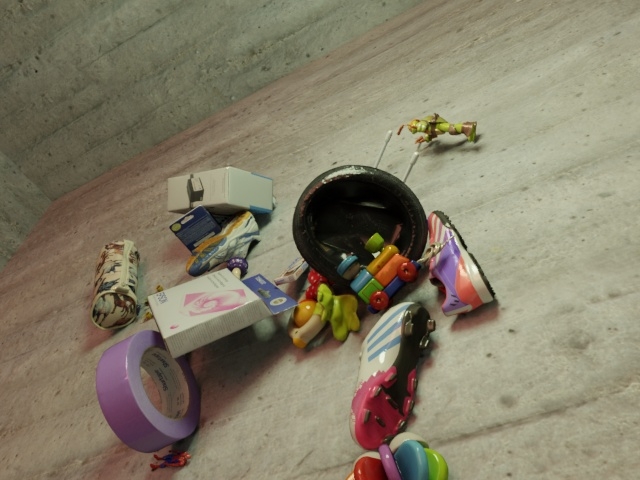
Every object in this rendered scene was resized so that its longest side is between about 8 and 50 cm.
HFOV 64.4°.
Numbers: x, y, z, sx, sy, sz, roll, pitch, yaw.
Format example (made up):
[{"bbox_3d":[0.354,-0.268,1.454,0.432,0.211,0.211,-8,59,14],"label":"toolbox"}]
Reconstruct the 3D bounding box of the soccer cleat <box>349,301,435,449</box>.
[{"bbox_3d":[0.128,0.271,1.043,0.143,0.116,0.331,-19,31,49],"label":"soccer cleat"}]

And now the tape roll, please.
[{"bbox_3d":[-0.406,0.358,1.224,0.090,0.275,0.275,-27,34,9],"label":"tape roll"}]

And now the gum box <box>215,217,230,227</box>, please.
[{"bbox_3d":[-0.387,-0.035,1.914,0.157,0.041,0.184,-44,34,-14],"label":"gum box"}]

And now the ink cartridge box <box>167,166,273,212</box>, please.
[{"bbox_3d":[-0.354,-0.159,1.789,0.307,0.223,0.129,-3,84,35],"label":"ink cartridge box"}]

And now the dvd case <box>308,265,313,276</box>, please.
[{"bbox_3d":[0.035,-0.005,1.424,0.164,0.018,0.221,-8,77,34],"label":"dvd case"}]

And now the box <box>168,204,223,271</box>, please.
[{"bbox_3d":[-0.393,-0.011,1.721,0.136,0.225,0.036,-33,34,2],"label":"box"}]

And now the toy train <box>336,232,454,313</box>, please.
[{"bbox_3d":[0.163,0.035,1.148,0.143,0.105,0.248,44,95,14],"label":"toy train"}]

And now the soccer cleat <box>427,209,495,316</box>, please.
[{"bbox_3d":[0.290,0.042,1.181,0.116,0.108,0.318,-31,36,13],"label":"soccer cleat"}]

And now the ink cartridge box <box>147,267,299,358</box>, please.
[{"bbox_3d":[-0.267,0.157,1.328,0.330,0.071,0.324,-22,19,-20],"label":"ink cartridge box"}]

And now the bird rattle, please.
[{"bbox_3d":[-0.017,0.158,1.285,0.207,0.143,0.253,-49,29,9],"label":"bird rattle"}]

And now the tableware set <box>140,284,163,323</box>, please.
[{"bbox_3d":[-0.586,0.217,1.785,0.104,0.024,0.154,-24,34,14],"label":"tableware set"}]

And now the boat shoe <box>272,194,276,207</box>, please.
[{"bbox_3d":[-0.238,-0.163,1.923,0.228,0.080,0.076,-4,45,49],"label":"boat shoe"}]

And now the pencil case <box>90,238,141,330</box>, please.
[{"bbox_3d":[-0.751,0.149,1.887,0.183,0.160,0.410,-48,32,10],"label":"pencil case"}]

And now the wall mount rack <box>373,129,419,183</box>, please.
[{"bbox_3d":[0.148,-0.174,1.548,0.304,0.130,0.350,-32,34,3],"label":"wall mount rack"}]

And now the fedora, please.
[{"bbox_3d":[0.100,-0.028,1.293,0.334,0.334,0.152,-34,-9,0],"label":"fedora"}]

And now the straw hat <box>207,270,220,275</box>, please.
[{"bbox_3d":[-0.351,0.160,1.614,0.144,0.144,0.061,-33,75,2],"label":"straw hat"}]

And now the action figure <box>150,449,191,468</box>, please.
[{"bbox_3d":[-0.353,0.518,1.203,0.115,0.030,0.038,-16,32,22],"label":"action figure"}]

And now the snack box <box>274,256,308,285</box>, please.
[{"bbox_3d":[-0.071,0.081,1.450,0.064,0.022,0.178,-20,11,22],"label":"snack box"}]

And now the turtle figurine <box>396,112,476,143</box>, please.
[{"bbox_3d":[0.362,-0.344,1.556,0.217,0.269,0.087,9,94,21],"label":"turtle figurine"}]

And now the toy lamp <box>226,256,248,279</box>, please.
[{"bbox_3d":[-0.263,0.161,1.531,0.080,0.080,0.275,-25,32,14],"label":"toy lamp"}]

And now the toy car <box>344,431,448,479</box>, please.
[{"bbox_3d":[0.120,0.399,0.844,0.182,0.136,0.159,-30,33,6],"label":"toy car"}]

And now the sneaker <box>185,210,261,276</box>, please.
[{"bbox_3d":[-0.304,0.035,1.667,0.112,0.131,0.296,10,46,47],"label":"sneaker"}]
